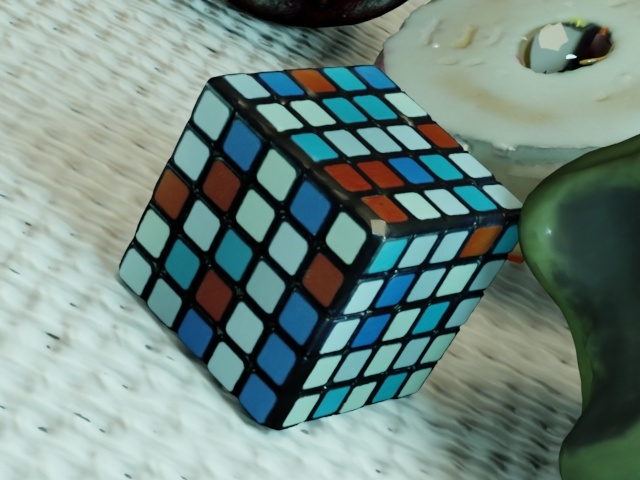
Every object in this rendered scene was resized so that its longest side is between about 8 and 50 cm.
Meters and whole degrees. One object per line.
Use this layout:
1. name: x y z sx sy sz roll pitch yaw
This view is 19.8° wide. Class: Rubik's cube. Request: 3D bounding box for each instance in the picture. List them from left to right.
1. Rubik's cube: 0.000 0.000 1.288 0.182 0.184 0.187 45 30 26

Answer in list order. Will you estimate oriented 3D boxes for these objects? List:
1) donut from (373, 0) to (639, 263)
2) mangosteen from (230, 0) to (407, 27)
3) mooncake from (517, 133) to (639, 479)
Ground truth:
1. donut: 0.223 -0.117 1.626 0.382 0.142 0.383 -5 34 3
2. mangosteen: 0.012 -0.360 1.733 0.306 0.347 0.307 4 76 -17
3. mooncake: 0.283 0.091 1.277 0.351 0.187 0.351 46 32 -42
